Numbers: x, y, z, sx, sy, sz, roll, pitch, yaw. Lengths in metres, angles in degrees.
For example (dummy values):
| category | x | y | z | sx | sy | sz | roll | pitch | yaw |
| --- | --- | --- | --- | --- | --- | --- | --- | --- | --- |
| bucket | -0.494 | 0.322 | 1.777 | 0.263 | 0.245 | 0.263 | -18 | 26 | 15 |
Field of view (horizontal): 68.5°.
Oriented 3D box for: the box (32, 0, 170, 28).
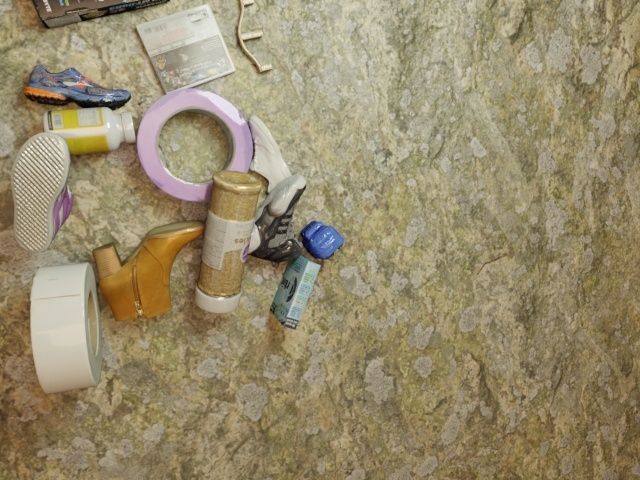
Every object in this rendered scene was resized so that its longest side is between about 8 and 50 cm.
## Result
| category | x | y | z | sx | sy | sz | roll | pitch | yaw |
| --- | --- | --- | --- | --- | --- | --- | --- | --- | --- |
| box | -0.529 | -0.663 | 1.050 | 0.294 | 0.073 | 0.295 | -22 | 105 | -16 |

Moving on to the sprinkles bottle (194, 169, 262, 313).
| category | x | y | z | sx | sy | sz | roll | pitch | yaw |
| --- | --- | --- | --- | --- | --- | --- | --- | --- | --- |
| sprinkles bottle | -0.236 | 0.008 | 1.183 | 0.121 | 0.121 | 0.355 | 5 | 115 | -21 |

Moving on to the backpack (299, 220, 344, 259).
| category | x | y | z | sx | sy | sz | roll | pitch | yaw |
| --- | --- | --- | --- | --- | --- | --- | --- | --- | --- |
| backpack | 0.000 | 0.000 | 1.321 | 0.101 | 0.120 | 0.098 | 45 | 83 | -20 |

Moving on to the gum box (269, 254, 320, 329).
| category | x | y | z | sx | sy | sz | roll | pitch | yaw |
| --- | --- | --- | --- | --- | --- | --- | --- | --- | --- |
| gum box | -0.074 | 0.133 | 1.296 | 0.041 | 0.157 | 0.184 | 20 | 92 | -21 |

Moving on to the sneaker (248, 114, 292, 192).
| category | x | y | z | sx | sy | sz | roll | pitch | yaw |
| --- | --- | --- | --- | --- | --- | --- | --- | --- | --- |
| sneaker | -0.154 | -0.227 | 1.259 | 0.094 | 0.080 | 0.212 | -27 | 108 | -2 |

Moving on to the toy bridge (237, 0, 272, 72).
| category | x | y | z | sx | sy | sz | roll | pitch | yaw |
| --- | --- | --- | --- | --- | --- | --- | --- | --- | --- |
| toy bridge | -0.182 | -0.532 | 1.221 | 0.063 | 0.026 | 0.188 | -20 | 105 | -15 |

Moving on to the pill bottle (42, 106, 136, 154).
| category | x | y | z | sx | sy | sz | roll | pitch | yaw |
| --- | --- | --- | --- | --- | --- | --- | --- | --- | --- |
| pill bottle | -0.533 | -0.256 | 1.096 | 0.184 | 0.103 | 0.103 | -9 | 102 | -19 |

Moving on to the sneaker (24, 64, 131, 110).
| category | x | y | z | sx | sy | sz | roll | pitch | yaw |
| --- | --- | --- | --- | --- | --- | --- | --- | --- | --- |
| sneaker | -0.556 | -0.356 | 1.087 | 0.221 | 0.083 | 0.087 | 2 | 90 | -24 |

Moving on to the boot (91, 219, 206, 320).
| category | x | y | z | sx | sy | sz | roll | pitch | yaw |
| --- | --- | --- | --- | --- | --- | --- | --- | --- | --- |
| boot | -0.409 | 0.080 | 1.205 | 0.295 | 0.104 | 0.211 | -18 | 110 | -11 |

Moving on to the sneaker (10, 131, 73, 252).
| category | x | y | z | sx | sy | sz | roll | pitch | yaw |
| --- | --- | --- | --- | --- | --- | --- | --- | --- | --- |
| sneaker | -0.606 | -0.128 | 1.049 | 0.102 | 0.161 | 0.282 | 21 | 116 | -15 |

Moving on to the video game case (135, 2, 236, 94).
| category | x | y | z | sx | sy | sz | roll | pitch | yaw |
| --- | --- | --- | --- | --- | --- | --- | --- | --- | --- |
| video game case | -0.333 | -0.478 | 1.178 | 0.191 | 0.022 | 0.173 | -26 | 106 | -15 |

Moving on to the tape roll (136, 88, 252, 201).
| category | x | y | z | sx | sy | sz | roll | pitch | yaw |
| --- | --- | --- | --- | --- | --- | --- | --- | --- | --- |
| tape roll | -0.315 | -0.236 | 1.186 | 0.275 | 0.090 | 0.274 | -3 | 100 | -19 |

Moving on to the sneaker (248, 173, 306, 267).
| category | x | y | z | sx | sy | sz | roll | pitch | yaw |
| --- | --- | --- | --- | --- | --- | --- | --- | --- | --- |
| sneaker | -0.094 | -0.046 | 1.278 | 0.153 | 0.101 | 0.268 | 33 | 106 | -27 |

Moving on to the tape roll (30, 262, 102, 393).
| category | x | y | z | sx | sy | sz | roll | pitch | yaw |
| --- | --- | --- | --- | --- | --- | --- | --- | --- | --- |
| tape roll | -0.563 | 0.193 | 1.059 | 0.100 | 0.286 | 0.285 | -4 | 100 | -19 |
